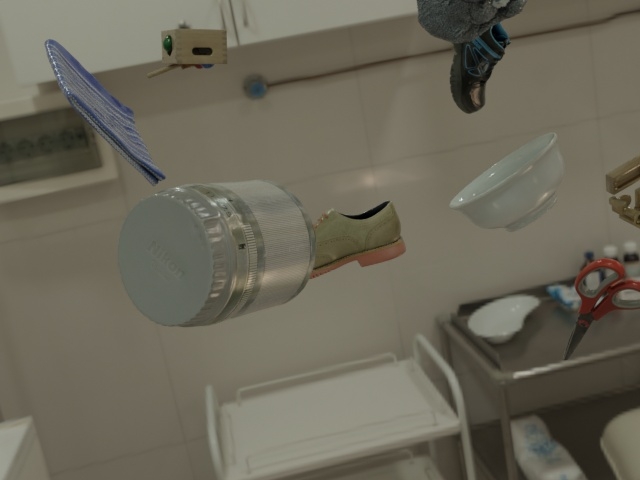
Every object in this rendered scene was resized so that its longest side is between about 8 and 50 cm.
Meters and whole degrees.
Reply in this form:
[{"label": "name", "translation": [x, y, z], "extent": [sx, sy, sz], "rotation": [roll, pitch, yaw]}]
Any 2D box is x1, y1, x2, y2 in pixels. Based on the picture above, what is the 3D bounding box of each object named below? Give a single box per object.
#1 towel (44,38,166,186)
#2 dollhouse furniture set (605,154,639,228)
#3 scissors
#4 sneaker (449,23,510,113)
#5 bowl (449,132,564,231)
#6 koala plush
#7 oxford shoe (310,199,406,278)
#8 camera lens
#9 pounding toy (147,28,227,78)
[{"label": "towel", "translation": [-0.413, -0.253, 1.520], "extent": [0.040, 0.243, 0.336], "rotation": [-41, 38, 2]}, {"label": "dollhouse furniture set", "translation": [0.773, -0.102, 1.885], "extent": [0.144, 0.151, 0.123], "rotation": [-28, 36, -15]}, {"label": "scissors", "translation": [0.423, 0.116, 1.288], "extent": [0.021, 0.109, 0.297], "rotation": [-60, -3, -30]}, {"label": "sneaker", "translation": [0.392, -0.445, 1.963], "extent": [0.139, 0.341, 0.125], "rotation": [6, 53, 19]}, {"label": "bowl", "translation": [0.458, -0.113, 1.870], "extent": [0.297, 0.134, 0.298], "rotation": [-36, 5, 3]}, {"label": "koala plush", "translation": [0.286, -0.482, 1.483], "extent": [0.203, 0.196, 0.221], "rotation": [-40, 1, -6]}, {"label": "oxford shoe", "translation": [0.000, 0.000, 1.886], "extent": [0.396, 0.147, 0.140], "rotation": [-14, 15, -13]}, {"label": "camera lens", "translation": [-0.155, 0.016, 1.280], "extent": [0.219, 0.220, 0.274], "rotation": [-1, 5, 34]}, {"label": "pounding toy", "translation": [-0.286, -0.396, 1.701], "extent": [0.141, 0.100, 0.130], "rotation": [-6, 14, -26]}]
